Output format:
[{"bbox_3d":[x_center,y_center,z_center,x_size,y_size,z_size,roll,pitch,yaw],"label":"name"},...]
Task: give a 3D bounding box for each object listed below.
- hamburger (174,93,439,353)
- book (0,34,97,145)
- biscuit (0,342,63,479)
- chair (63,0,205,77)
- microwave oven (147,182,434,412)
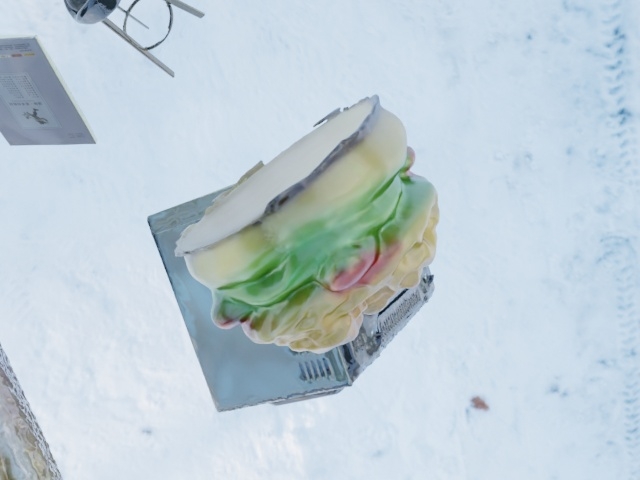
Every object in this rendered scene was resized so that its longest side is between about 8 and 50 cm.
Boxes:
[{"bbox_3d":[0.000,0.000,0.573,0.237,0.237,0.149,-34,106,7],"label":"hamburger"},{"bbox_3d":[-0.365,-0.178,0.828,0.127,0.014,0.181,1,147,8],"label":"book"},{"bbox_3d":[-0.201,0.070,0.360,0.062,0.108,0.238,-25,76,-24],"label":"biscuit"},{"bbox_3d":[-0.257,-0.306,0.899,0.095,0.221,0.104,26,94,17],"label":"chair"},{"bbox_3d":[-0.003,0.027,0.900,0.219,0.355,0.286,-18,93,27],"label":"microwave oven"}]
